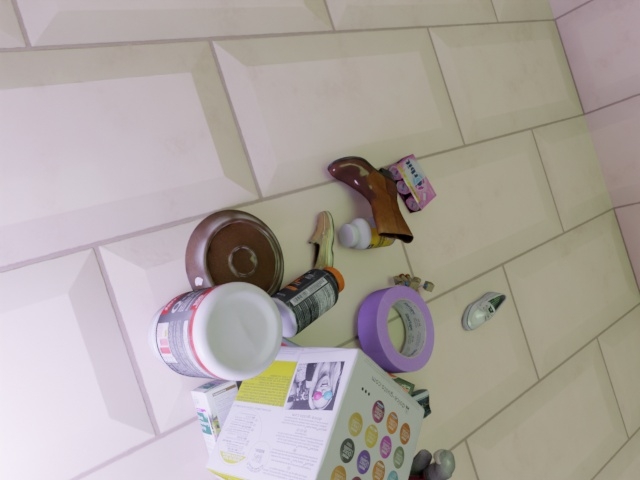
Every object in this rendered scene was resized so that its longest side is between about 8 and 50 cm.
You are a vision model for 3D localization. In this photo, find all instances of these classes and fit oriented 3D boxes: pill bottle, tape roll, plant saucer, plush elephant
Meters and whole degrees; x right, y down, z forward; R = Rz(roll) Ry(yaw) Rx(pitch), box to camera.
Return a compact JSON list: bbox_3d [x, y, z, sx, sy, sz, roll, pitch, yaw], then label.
[{"bbox_3d":[-0.036,0.166,1.657,0.245,0.130,0.130,-32,100,-41],"label":"pill bottle"},{"bbox_3d":[-0.264,0.216,1.340,0.210,0.363,0.210,8,76,-35],"label":"pill bottle"},{"bbox_3d":[0.247,0.287,1.847,0.274,0.090,0.275,15,66,-39],"label":"tape roll"},{"bbox_3d":[0.153,-0.024,1.854,0.184,0.103,0.103,-7,85,-36],"label":"pill bottle"},{"bbox_3d":[-0.224,0.061,1.601,0.310,0.050,0.311,9,74,-35],"label":"plant saucer"},{"bbox_3d":[0.203,0.722,1.656,0.255,0.330,0.272,21,62,-6],"label":"plush elephant"}]

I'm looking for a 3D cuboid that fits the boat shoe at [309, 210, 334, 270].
[{"bbox_3d":[0.000,0.000,1.766,0.072,0.068,0.190,2,79,-24],"label":"boat shoe"}]

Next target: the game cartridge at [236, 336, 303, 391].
[{"bbox_3d":[-0.123,0.373,1.605,0.294,0.060,0.196,32,67,-27],"label":"game cartridge"}]

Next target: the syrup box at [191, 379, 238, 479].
[{"bbox_3d":[-0.244,0.482,1.467,0.096,0.093,0.237,-17,91,-37],"label":"syrup box"}]

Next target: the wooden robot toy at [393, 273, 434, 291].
[{"bbox_3d":[0.304,0.165,1.964,0.173,0.076,0.079,9,111,-34],"label":"wooden robot toy"}]

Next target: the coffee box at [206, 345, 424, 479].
[{"bbox_3d":[-0.001,0.482,1.389,0.337,0.338,0.334,46,53,-35],"label":"coffee box"}]

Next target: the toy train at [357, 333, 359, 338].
[{"bbox_3d":[0.153,0.318,1.832,0.083,0.023,0.017,33,63,-27],"label":"toy train"}]

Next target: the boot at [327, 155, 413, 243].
[{"bbox_3d":[0.155,-0.122,1.822,0.264,0.096,0.280,19,46,-35],"label":"boot"}]

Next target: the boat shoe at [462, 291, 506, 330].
[{"bbox_3d":[0.617,0.256,2.147,0.226,0.075,0.083,-39,103,-35],"label":"boat shoe"}]

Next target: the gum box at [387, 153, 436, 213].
[{"bbox_3d":[0.322,-0.206,2.040,0.107,0.062,0.188,-41,105,-35],"label":"gum box"}]

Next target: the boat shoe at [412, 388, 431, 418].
[{"bbox_3d":[0.294,0.548,1.859,0.183,0.065,0.083,-9,84,-38],"label":"boat shoe"}]

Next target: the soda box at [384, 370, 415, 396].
[{"bbox_3d":[0.205,0.446,1.787,0.169,0.053,0.060,25,64,-5],"label":"soda box"}]
